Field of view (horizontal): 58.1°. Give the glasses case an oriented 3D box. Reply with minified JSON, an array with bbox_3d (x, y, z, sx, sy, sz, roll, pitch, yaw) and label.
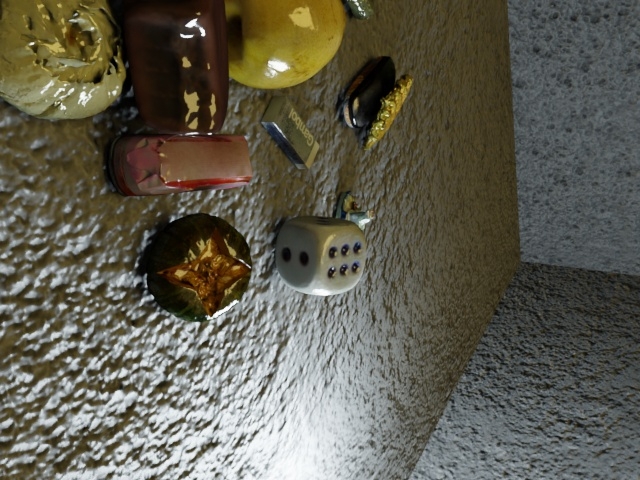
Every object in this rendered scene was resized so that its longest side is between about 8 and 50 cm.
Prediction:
[{"bbox_3d":[0.163,-0.484,1.863,0.321,0.082,0.122,-54,141,-37],"label":"glasses case"}]

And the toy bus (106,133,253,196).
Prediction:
[{"bbox_3d":[-0.283,-0.164,1.205,0.303,0.147,0.127,-14,102,-56],"label":"toy bus"}]

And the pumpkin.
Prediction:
[{"bbox_3d":[-0.263,0.059,1.256,0.238,0.159,0.237,-10,108,-34],"label":"pumpkin"}]

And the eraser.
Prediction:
[{"bbox_3d":[-0.077,-0.291,1.572,0.212,0.046,0.091,48,57,-49],"label":"eraser"}]

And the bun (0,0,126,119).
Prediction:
[{"bbox_3d":[-0.422,-0.326,0.953,0.259,0.152,0.259,-11,104,-54],"label":"bun"}]

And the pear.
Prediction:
[{"bbox_3d":[-0.098,-0.483,1.279,0.314,0.314,0.314,-16,109,-54],"label":"pear"}]

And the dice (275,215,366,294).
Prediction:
[{"bbox_3d":[0.000,0.037,1.597,0.193,0.192,0.194,-4,105,-43],"label":"dice"}]

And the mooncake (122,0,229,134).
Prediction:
[{"bbox_3d":[-0.264,-0.352,1.063,0.326,0.174,0.333,104,-13,-70],"label":"mooncake"}]

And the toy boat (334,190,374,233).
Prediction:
[{"bbox_3d":[0.113,-0.028,1.848,0.114,0.115,0.261,-14,108,-55],"label":"toy boat"}]

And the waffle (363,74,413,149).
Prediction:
[{"bbox_3d":[0.225,-0.425,1.900,0.254,0.052,0.245,-54,172,-44],"label":"waffle"}]

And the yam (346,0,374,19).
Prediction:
[{"bbox_3d":[0.102,-0.753,1.729,0.179,0.078,0.078,50,55,-44],"label":"yam"}]
